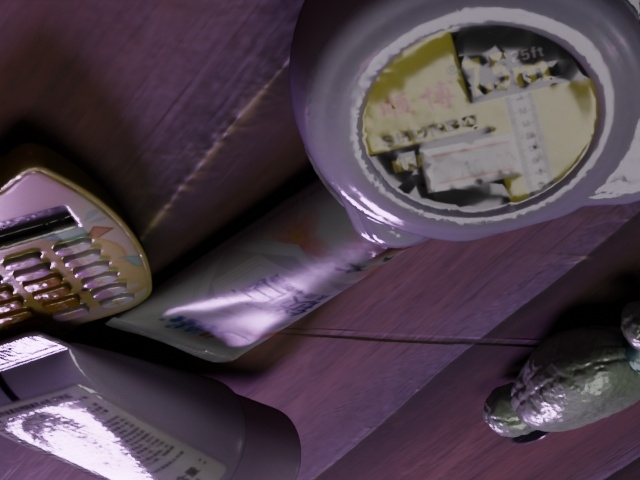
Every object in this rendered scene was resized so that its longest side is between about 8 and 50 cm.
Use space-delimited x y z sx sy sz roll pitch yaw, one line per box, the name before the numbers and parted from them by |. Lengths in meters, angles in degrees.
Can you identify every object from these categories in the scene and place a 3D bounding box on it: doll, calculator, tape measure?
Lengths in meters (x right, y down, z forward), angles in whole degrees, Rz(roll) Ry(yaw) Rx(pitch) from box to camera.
doll | 0.203 0.105 1.316 0.103 0.071 0.214 3 152 -28
calculator | -0.184 0.010 1.002 0.157 0.033 0.236 -16 155 2
tape measure | 0.080 -0.089 0.844 0.196 0.105 0.178 -10 132 8

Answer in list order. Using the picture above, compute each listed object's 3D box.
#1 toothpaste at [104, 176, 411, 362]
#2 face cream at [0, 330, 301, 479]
toothpaste | 0.000 0.000 1.040 0.100 0.066 0.323 21 142 -35
face cream | -0.138 0.122 1.181 0.154 0.096 0.274 -16 149 40
